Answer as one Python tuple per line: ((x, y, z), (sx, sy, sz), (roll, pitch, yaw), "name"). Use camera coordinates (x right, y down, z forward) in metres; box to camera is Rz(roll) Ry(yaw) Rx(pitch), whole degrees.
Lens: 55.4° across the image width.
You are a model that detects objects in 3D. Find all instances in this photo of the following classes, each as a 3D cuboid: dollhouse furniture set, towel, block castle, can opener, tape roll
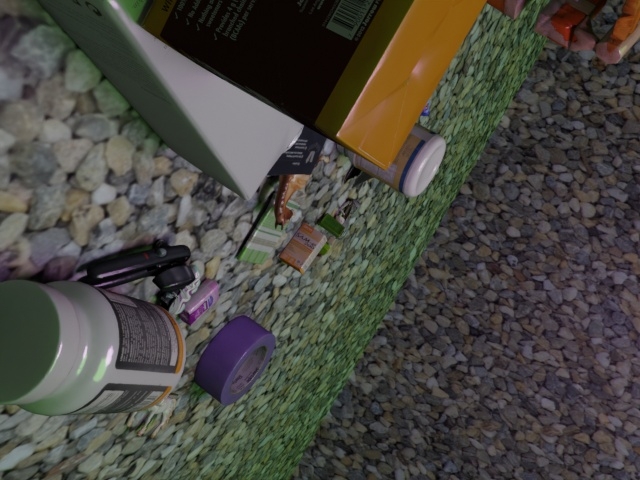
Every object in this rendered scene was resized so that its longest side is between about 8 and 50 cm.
((0.000, 0.000, 1.511), (0.076, 0.058, 0.152), (-53, -179, -37), "dollhouse furniture set")
((-0.106, -0.023, 1.221), (0.152, 0.023, 0.113), (-57, 159, 4), "towel")
((0.466, -0.571, 1.142), (0.213, 0.453, 0.303), (-47, 159, -7), "block castle")
((-0.257, 0.038, 0.879), (0.186, 0.073, 0.059), (-5, 133, -56), "can opener")
((-0.188, 0.268, 1.366), (0.189, 0.080, 0.189), (-49, 160, -25), "tape roll")

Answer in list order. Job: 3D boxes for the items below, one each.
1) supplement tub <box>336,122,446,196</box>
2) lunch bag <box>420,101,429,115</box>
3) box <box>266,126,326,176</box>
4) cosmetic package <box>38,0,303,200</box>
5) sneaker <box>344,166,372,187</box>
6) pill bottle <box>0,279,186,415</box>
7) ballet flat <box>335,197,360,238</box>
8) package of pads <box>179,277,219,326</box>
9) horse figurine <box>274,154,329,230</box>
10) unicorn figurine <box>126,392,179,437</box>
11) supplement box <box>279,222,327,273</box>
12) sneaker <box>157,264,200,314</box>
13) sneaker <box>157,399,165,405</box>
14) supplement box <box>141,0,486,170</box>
((0.150, -0.198, 1.306), (0.144, 0.199, 0.144), (-48, 158, -26), "supplement tub")
((0.132, -0.397, 1.036), (0.221, 0.138, 0.293), (51, 49, -65), "lunch bag")
((-0.053, -0.191, 0.973), (0.156, 0.093, 0.158), (-14, 131, -64), "box")
((-0.123, -0.229, 0.656), (0.217, 0.156, 0.385), (-54, 162, -12), "cosmetic package")
((0.128, -0.195, 1.493), (0.170, 0.051, 0.089), (-34, 150, -41), "sneaker")
((-0.297, 0.137, 0.768), (0.162, 0.162, 0.278), (-57, 161, -5), "pill bottle")
((0.059, -0.060, 1.543), (0.114, 0.041, 0.041), (-61, 163, -18), "ballet flat")
((-0.221, 0.112, 1.116), (0.083, 0.032, 0.050), (-45, 154, -34), "package of pads")
((-0.026, -0.166, 1.128), (0.174, 0.066, 0.263), (-42, 157, -51), "horse figurine")
((-0.318, 0.324, 1.180), (0.111, 0.060, 0.162), (-55, 177, -11), "unicorn figurine")
((-0.039, 0.018, 1.380), (0.098, 0.062, 0.036), (-55, 159, -12), "supplement box")
((-0.241, 0.086, 1.015), (0.098, 0.038, 0.069), (-63, 161, 13), "sneaker")
((-0.296, 0.212, 1.003), (0.069, 0.083, 0.185), (-49, 159, -26), "sneaker")
((0.005, -0.192, 0.485), (0.191, 0.194, 0.129), (-60, 159, 8), "supplement box")
